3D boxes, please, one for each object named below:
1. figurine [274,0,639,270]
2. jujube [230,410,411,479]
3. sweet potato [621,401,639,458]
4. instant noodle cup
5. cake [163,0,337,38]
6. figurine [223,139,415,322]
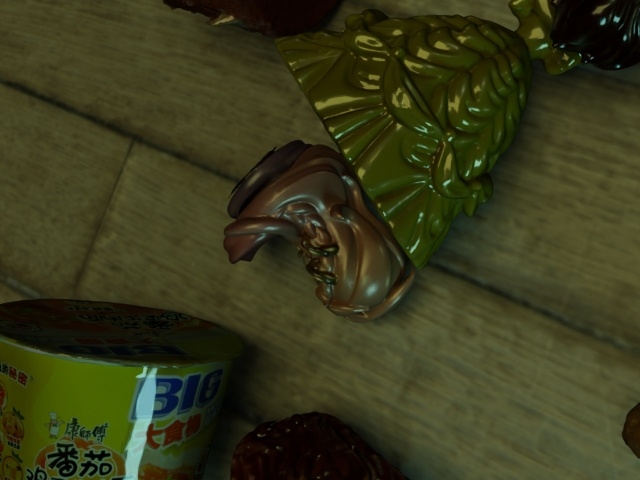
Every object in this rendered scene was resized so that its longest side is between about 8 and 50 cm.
[{"bbox_3d":[0.151,-0.142,0.606,0.315,0.168,0.187,-32,60,7],"label":"figurine"},{"bbox_3d":[0.017,0.230,0.604,0.168,0.168,0.236,-37,55,15],"label":"jujube"},{"bbox_3d":[0.356,0.099,0.491,0.354,0.095,0.106,-17,36,18],"label":"sweet potato"},{"bbox_3d":[-0.165,0.137,0.677,0.205,0.205,0.153,11,98,25],"label":"instant noodle cup"},{"bbox_3d":[-0.047,-0.297,0.684,0.151,0.177,0.283,22,87,25],"label":"cake"},{"bbox_3d":[-0.001,-0.008,0.658,0.157,0.126,0.114,36,142,25],"label":"figurine"}]
